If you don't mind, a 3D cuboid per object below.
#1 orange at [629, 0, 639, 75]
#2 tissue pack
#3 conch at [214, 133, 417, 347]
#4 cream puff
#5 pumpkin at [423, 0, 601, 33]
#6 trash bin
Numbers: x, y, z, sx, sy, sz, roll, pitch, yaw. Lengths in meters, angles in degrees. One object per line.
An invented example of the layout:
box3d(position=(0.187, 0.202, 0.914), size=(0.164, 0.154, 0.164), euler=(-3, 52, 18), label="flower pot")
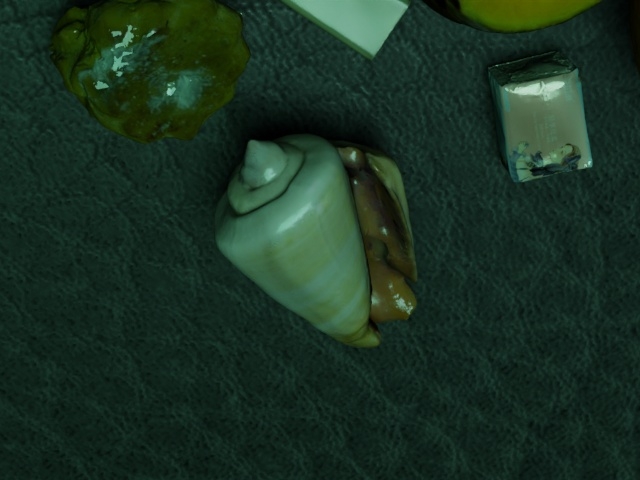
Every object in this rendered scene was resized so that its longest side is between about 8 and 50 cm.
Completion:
box3d(position=(0.361, -0.166, 1.168), size=(0.261, 0.261, 0.261), euler=(-3, 117, -7), label="orange")
box3d(position=(0.185, -0.106, 1.283), size=(0.074, 0.059, 0.094), euler=(-14, 117, 1), label="tissue pack")
box3d(position=(-0.008, -0.006, 1.291), size=(0.158, 0.127, 0.255), euler=(-44, 142, -18), label="conch")
box3d(position=(-0.138, -0.151, 1.193), size=(0.146, 0.116, 0.146), euler=(-20, 135, -22), label="cream puff")
box3d(position=(0.138, -0.298, 1.106), size=(0.222, 0.139, 0.317), euler=(-6, 131, -22), label="pumpkin")
box3d(position=(0.017, -0.196, 1.223), size=(0.092, 0.043, 0.061), euler=(28, 110, -19), label="trash bin")
